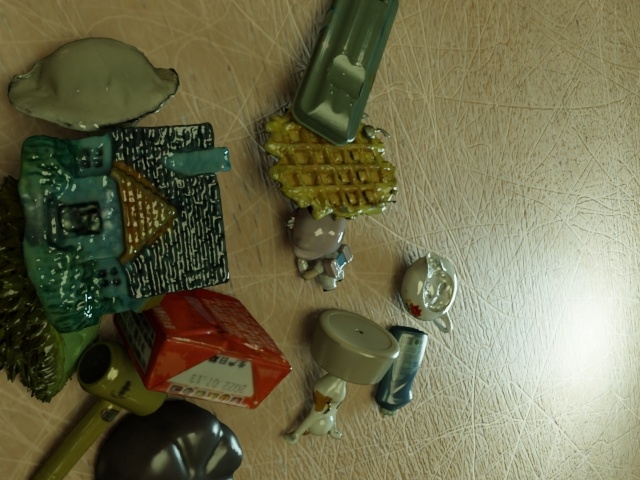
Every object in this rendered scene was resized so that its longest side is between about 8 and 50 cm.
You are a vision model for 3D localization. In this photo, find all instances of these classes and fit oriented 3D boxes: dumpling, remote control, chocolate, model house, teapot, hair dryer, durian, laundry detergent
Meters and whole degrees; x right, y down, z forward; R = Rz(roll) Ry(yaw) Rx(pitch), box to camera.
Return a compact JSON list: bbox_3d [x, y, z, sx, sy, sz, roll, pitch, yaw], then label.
[{"bbox_3d":[-0.310,-0.206,0.984,0.247,0.172,0.142,-22,134,-32],"label":"dumpling"},{"bbox_3d":[0.054,-0.339,1.236,0.128,0.065,0.335,28,69,-28],"label":"remote control"},{"bbox_3d":[-0.202,0.158,1.107,0.234,0.237,0.108,22,103,-38],"label":"chocolate"},{"bbox_3d":[-0.238,-0.022,0.936,0.241,0.226,0.261,-7,93,6],"label":"model house"},{"bbox_3d":[0.240,0.111,1.508,0.145,0.092,0.226,-37,121,-21],"label":"teapot"},{"bbox_3d":[-0.375,0.293,1.093,0.279,0.090,0.135,-51,141,-5],"label":"hair dryer"},{"bbox_3d":[-0.426,0.065,1.023,0.198,0.163,0.395,-46,140,-67],"label":"durian"},{"bbox_3d":[0.172,0.295,1.518,0.096,0.061,0.206,12,93,-40],"label":"laundry detergent"}]

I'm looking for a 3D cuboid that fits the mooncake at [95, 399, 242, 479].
[{"bbox_3d":[-0.257,0.399,1.186,0.244,0.133,0.245,-13,109,-42],"label":"mooncake"}]

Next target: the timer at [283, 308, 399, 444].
[{"bbox_3d":[0.028,0.293,1.377,0.175,0.175,0.266,10,111,-37],"label":"timer"}]

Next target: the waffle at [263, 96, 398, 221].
[{"bbox_3d":[0.020,-0.143,1.248,0.280,0.060,0.262,40,55,-17],"label":"waffle"}]

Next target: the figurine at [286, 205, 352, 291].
[{"bbox_3d":[0.000,0.000,1.300,0.137,0.112,0.229,-41,131,-28],"label":"figurine"}]
